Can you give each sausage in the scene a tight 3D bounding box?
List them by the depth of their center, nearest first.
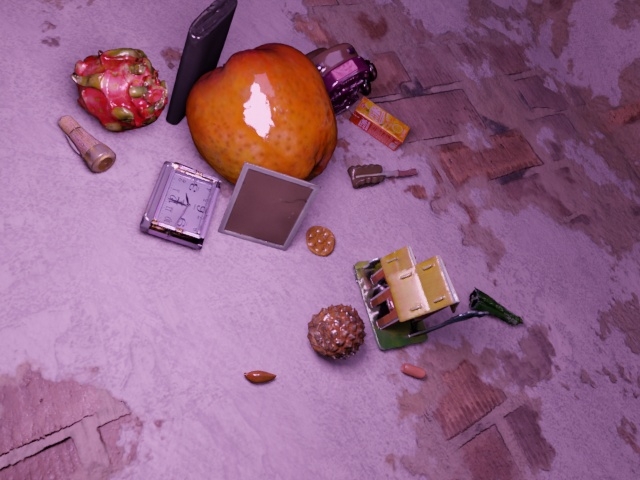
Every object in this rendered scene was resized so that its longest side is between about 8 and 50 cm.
[{"bbox_3d":[0.294,0.411,1.632,0.083,0.034,0.034,23,58,-14],"label":"sausage"}]

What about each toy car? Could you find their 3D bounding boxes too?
[{"bbox_3d":[0.026,-0.584,1.843,0.271,0.341,0.241,-33,87,-11],"label":"toy car"}]

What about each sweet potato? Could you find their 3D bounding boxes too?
[{"bbox_3d":[-0.166,0.378,1.438,0.094,0.034,0.034,7,62,-18],"label":"sweet potato"}]

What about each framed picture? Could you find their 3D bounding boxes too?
[{"bbox_3d":[-0.158,-0.094,1.537,0.230,0.293,0.018,17,44,-17],"label":"framed picture"}]

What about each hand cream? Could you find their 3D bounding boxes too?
[{"bbox_3d":[-0.693,-0.292,1.520,0.203,0.084,0.084,45,55,9],"label":"hand cream"}]

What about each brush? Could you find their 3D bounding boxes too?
[{"bbox_3d":[0.237,-0.246,1.927,0.300,0.071,0.084,-9,80,-28],"label":"brush"}]

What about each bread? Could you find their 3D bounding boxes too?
[{"bbox_3d":[0.000,0.000,1.715,0.109,0.024,0.110,10,60,-18],"label":"bread"}]

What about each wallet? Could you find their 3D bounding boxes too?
[{"bbox_3d":[-0.372,-0.543,1.593,0.062,0.406,0.229,33,56,-8],"label":"wallet"}]

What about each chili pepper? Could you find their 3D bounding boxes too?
[{"bbox_3d":[0.639,0.249,1.862,0.226,0.059,0.088,26,52,-13],"label":"chili pepper"}]

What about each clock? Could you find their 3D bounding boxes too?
[{"bbox_3d":[-0.412,-0.102,1.544,0.186,0.083,0.254,19,58,-14],"label":"clock"}]

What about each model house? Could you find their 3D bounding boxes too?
[{"bbox_3d":[0.342,0.138,1.620,0.339,0.324,0.301,-5,68,-26],"label":"model house"}]

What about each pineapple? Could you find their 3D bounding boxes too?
[{"bbox_3d":[0.063,0.266,1.532,0.193,0.166,0.166,-13,70,-41],"label":"pineapple"}]

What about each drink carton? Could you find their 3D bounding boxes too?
[{"bbox_3d":[0.230,-0.454,2.026,0.222,0.071,0.096,34,57,-6],"label":"drink carton"}]

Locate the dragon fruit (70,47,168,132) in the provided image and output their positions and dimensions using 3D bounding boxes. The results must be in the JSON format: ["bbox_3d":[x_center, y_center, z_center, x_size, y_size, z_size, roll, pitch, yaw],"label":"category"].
[{"bbox_3d":[-0.600,-0.450,1.544,0.302,0.231,0.237,11,49,30],"label":"dragon fruit"}]

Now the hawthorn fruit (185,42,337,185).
[{"bbox_3d":[-0.168,-0.356,1.602,0.471,0.472,0.473,11,61,-20],"label":"hawthorn fruit"}]
